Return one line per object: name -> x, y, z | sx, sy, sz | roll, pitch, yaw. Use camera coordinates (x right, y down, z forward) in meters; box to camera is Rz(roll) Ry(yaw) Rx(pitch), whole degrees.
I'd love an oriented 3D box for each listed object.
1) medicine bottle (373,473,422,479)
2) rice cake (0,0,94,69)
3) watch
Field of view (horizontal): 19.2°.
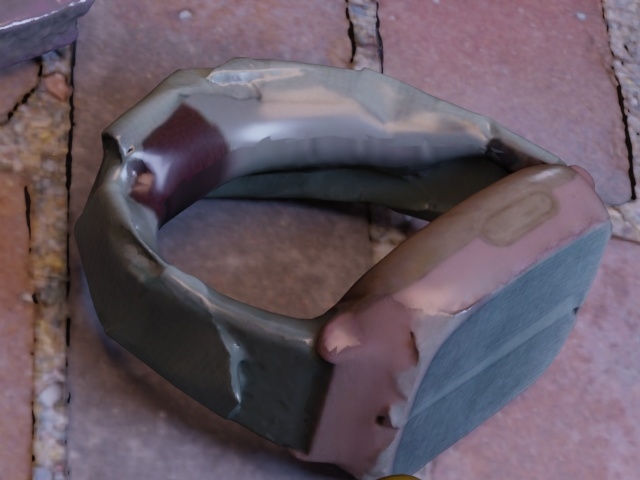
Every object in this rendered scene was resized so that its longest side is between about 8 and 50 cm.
medicine bottle -> 0.018, 0.258, 0.804 | 0.238, 0.238, 0.232 | -30, 73, -34
rice cake -> -0.275, -0.094, 1.048 | 0.365, 0.056, 0.072 | -28, 70, -34
watch -> 0.000, 0.000, 1.050 | 0.241, 0.161, 0.253 | 40, 48, 24
